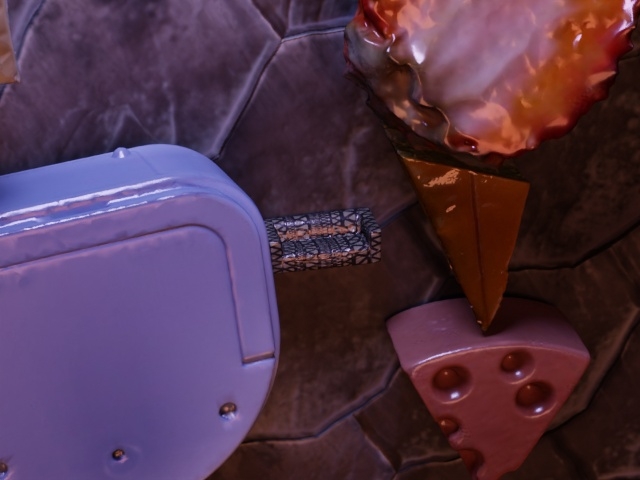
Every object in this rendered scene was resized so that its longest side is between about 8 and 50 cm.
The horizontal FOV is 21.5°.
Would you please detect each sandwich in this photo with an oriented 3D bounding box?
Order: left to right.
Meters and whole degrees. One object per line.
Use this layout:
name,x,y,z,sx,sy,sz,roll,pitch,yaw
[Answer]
sandwich,0.117,-0.016,1.711,0.144,0.117,0.187,7,114,-12

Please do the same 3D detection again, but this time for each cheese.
cheese,0.151,0.141,1.789,0.177,0.128,0.203,25,110,-19

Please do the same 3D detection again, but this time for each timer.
timer,-0.229,0.108,1.652,0.395,0.173,0.395,-7,112,-19

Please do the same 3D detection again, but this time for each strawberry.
strawberry,0.176,-0.234,1.619,0.336,0.149,0.265,-46,101,-2

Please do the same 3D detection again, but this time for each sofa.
sofa,0.000,0.000,1.722,0.118,0.060,0.039,-7,119,-9

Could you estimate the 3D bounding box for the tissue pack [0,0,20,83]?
tissue pack,-0.458,-0.253,1.386,0.380,0.207,0.297,-13,133,-10
